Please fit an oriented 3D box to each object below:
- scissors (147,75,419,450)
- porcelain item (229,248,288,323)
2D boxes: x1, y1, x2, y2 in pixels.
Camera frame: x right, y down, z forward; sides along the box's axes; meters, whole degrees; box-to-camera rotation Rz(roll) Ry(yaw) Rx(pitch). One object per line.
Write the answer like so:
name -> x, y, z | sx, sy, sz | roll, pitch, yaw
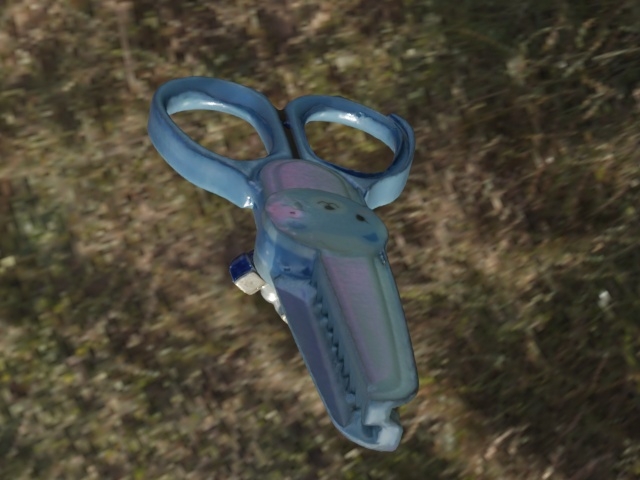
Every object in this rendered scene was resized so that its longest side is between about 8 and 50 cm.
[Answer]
scissors -> 0.000, 0.000, 0.744 | 0.125, 0.256, 0.030 | 5, 122, -16
porcelain item -> -0.027, 0.030, 1.300 | 0.021, 0.136, 0.075 | -33, 46, 16
